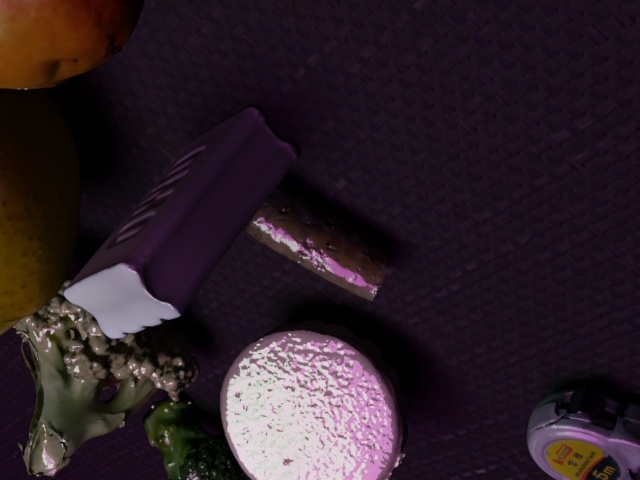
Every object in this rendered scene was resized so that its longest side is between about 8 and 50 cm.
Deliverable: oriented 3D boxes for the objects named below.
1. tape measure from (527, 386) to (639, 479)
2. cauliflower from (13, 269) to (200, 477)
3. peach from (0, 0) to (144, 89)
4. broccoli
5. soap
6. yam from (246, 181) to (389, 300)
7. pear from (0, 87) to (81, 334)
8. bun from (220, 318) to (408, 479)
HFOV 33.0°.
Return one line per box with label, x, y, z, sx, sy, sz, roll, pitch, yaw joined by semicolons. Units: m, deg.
tape measure;0.320;0.294;1.371;0.164;0.084;0.330;28;143;11
cauliflower;-0.325;0.171;1.575;0.327;0.281;0.260;17;134;-22
peach;-0.312;-0.301;0.989;0.372;0.290;0.373;22;148;15
broccoli;-0.183;0.402;1.789;0.297;0.297;0.298;49;157;37
soap;-0.154;-0.021;1.216;0.087;0.265;0.159;46;143;-17
yam;0.000;0.000;1.286;0.179;0.078;0.078;29;145;4
pear;-0.477;-0.073;1.339;0.362;0.362;0.418;-19;95;48
bun;0.009;0.224;1.485;0.263;0.175;0.263;3;101;17
